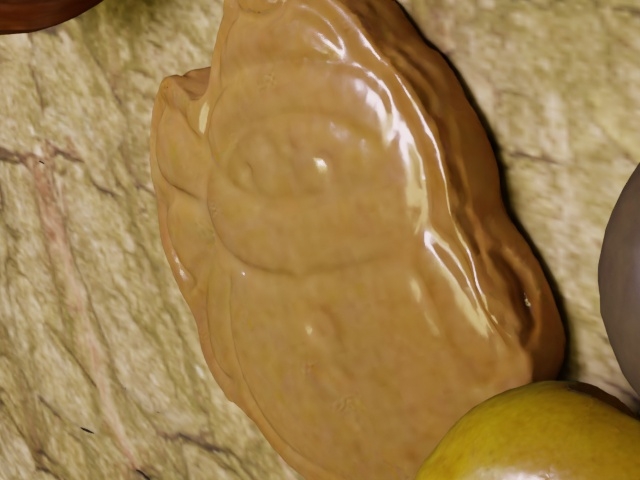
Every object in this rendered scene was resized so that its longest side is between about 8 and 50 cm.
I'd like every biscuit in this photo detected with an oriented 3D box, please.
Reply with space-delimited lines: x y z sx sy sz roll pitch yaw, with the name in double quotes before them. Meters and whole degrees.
"biscuit" 0.000 0.000 1.079 0.312 0.057 0.351 -24 86 53

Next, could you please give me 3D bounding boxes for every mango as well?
"mango" 0.155 0.160 0.888 0.262 0.130 0.167 15 113 41

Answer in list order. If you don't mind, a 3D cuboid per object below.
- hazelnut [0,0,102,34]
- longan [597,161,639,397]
"hazelnut" -0.206 -0.225 1.124 0.210 0.210 0.186 7 82 51
"longan" 0.207 0.023 0.725 0.189 0.189 0.189 25 124 44
